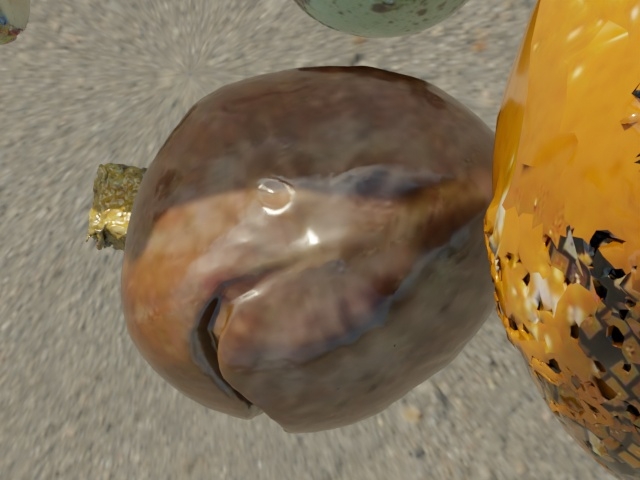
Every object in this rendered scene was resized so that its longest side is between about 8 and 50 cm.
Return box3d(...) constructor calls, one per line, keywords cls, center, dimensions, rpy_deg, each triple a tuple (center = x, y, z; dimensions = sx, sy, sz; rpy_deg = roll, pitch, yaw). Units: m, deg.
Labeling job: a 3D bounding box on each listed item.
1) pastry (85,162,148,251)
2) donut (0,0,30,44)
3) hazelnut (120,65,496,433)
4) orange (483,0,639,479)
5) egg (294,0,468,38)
box3d(cls="pastry", center=(-0.118, -0.020, 1.380), dimensions=(0.140, 0.056, 0.080), rpy_deg=(7, 62, 7))
box3d(cls="donut", center=(-0.266, -0.225, 1.275), dimensions=(0.068, 0.174, 0.174), rpy_deg=(-10, 96, 5))
box3d(cls="hazelnut", center=(0.000, 0.000, 0.636), dimensions=(0.154, 0.143, 0.143), rpy_deg=(-18, 97, 1))
box3d(cls="orange", center=(0.151, -0.028, 0.489), dimensions=(0.182, 0.234, 0.234), rpy_deg=(35, 92, -28))
box3d(cls="egg", center=(0.027, -0.132, 0.767), dimensions=(0.085, 0.110, 0.085), rpy_deg=(9, 78, -47))
